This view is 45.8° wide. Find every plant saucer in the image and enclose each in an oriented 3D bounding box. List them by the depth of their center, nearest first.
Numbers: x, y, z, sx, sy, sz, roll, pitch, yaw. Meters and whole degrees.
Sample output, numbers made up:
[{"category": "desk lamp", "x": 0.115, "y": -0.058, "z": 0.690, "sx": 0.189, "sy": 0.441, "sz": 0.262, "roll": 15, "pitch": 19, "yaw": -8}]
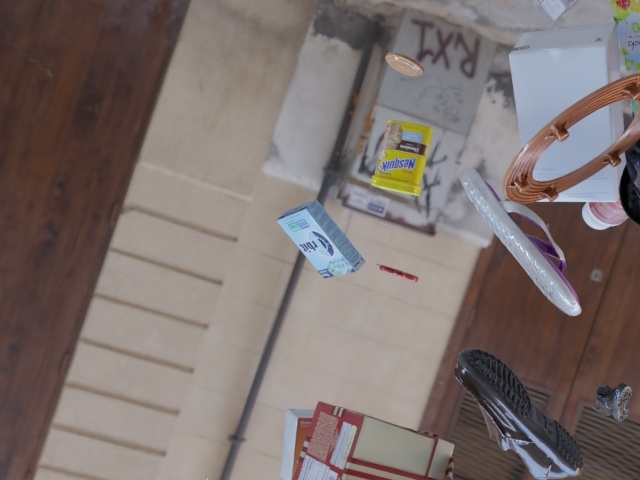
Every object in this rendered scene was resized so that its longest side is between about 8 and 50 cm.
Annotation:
[{"category": "plant saucer", "x": 0.170, "y": -0.356, "z": 1.541, "sx": 0.084, "sy": 0.013, "sz": 0.083, "roll": 25, "pitch": 177, "yaw": 1}]

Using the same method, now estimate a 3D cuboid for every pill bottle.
[{"category": "pill bottle", "x": 0.791, "y": -0.112, "z": 2.031, "sx": 0.121, "sy": 0.121, "sz": 0.216, "roll": 19, "pitch": 157, "yaw": 0}]

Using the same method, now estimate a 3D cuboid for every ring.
[{"category": "ring", "x": 0.478, "y": -0.168, "z": 1.355, "sx": 0.337, "sy": 0.337, "sz": 0.032, "roll": 18, "pitch": -142, "yaw": -56}]

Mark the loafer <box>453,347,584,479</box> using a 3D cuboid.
[{"category": "loafer", "x": 0.408, "y": 0.395, "z": 1.650, "sx": 0.366, "sy": 0.130, "sz": 0.134, "roll": 47, "pitch": -152, "yaw": -1}]

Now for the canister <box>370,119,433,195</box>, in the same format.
[{"category": "canister", "x": 0.205, "y": -0.207, "z": 1.893, "sx": 0.126, "sy": 0.169, "sz": 0.073, "roll": 14, "pitch": -178, "yaw": 25}]

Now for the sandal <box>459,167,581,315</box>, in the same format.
[{"category": "sandal", "x": 0.446, "y": -0.022, "z": 1.646, "sx": 0.416, "sy": 0.102, "sz": 0.169, "roll": 57, "pitch": -174, "yaw": 28}]

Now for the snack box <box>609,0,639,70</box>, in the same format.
[{"category": "snack box", "x": 0.767, "y": -0.477, "z": 1.707, "sx": 0.070, "sy": 0.174, "sz": 0.207, "roll": -27, "pitch": -161, "yaw": -13}]

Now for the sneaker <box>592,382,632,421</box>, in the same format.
[{"category": "sneaker", "x": 0.716, "y": 0.388, "z": 1.873, "sx": 0.089, "sy": 0.051, "sz": 0.170, "roll": 43, "pitch": 160, "yaw": 45}]

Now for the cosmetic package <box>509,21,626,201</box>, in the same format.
[{"category": "cosmetic package", "x": 0.578, "y": -0.287, "z": 1.750, "sx": 0.217, "sy": 0.384, "sz": 0.156, "roll": 3, "pitch": -148, "yaw": 29}]

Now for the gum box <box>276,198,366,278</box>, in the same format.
[{"category": "gum box", "x": 0.000, "y": 0.000, "z": 1.738, "sx": 0.184, "sy": 0.041, "sz": 0.157, "roll": 51, "pitch": 153, "yaw": -11}]

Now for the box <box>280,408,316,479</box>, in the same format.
[{"category": "box", "x": -0.018, "y": 0.502, "z": 1.842, "sx": 0.130, "sy": 0.170, "sz": 0.091, "roll": 5, "pitch": -179, "yaw": -18}]

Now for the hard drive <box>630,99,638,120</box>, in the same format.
[{"category": "hard drive", "x": 0.924, "y": -0.238, "z": 2.008, "sx": 0.064, "sy": 0.338, "sz": 0.237, "roll": -16, "pitch": -176, "yaw": 3}]

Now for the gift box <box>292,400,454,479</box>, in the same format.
[{"category": "gift box", "x": 0.118, "y": 0.494, "z": 1.554, "sx": 0.258, "sy": 0.255, "sz": 0.276, "roll": 23, "pitch": 172, "yaw": -23}]

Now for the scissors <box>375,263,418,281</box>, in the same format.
[{"category": "scissors", "x": 0.208, "y": 0.089, "z": 2.120, "sx": 0.109, "sy": 0.021, "sz": 0.297, "roll": 17, "pitch": 179, "yaw": 0}]

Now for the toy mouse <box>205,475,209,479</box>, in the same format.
[{"category": "toy mouse", "x": -0.177, "y": 0.427, "z": 1.230, "sx": 0.161, "sy": 0.143, "sz": 0.031, "roll": -4, "pitch": -154, "yaw": 1}]

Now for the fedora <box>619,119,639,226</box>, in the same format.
[{"category": "fedora", "x": 0.699, "y": -0.167, "z": 1.464, "sx": 0.152, "sy": 0.334, "sz": 0.334, "roll": 36, "pitch": 172, "yaw": -28}]

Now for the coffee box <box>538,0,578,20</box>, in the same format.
[{"category": "coffee box", "x": 0.418, "y": -0.553, "z": 1.397, "sx": 0.246, "sy": 0.141, "sz": 0.098, "roll": 50, "pitch": -173, "yaw": 2}]
